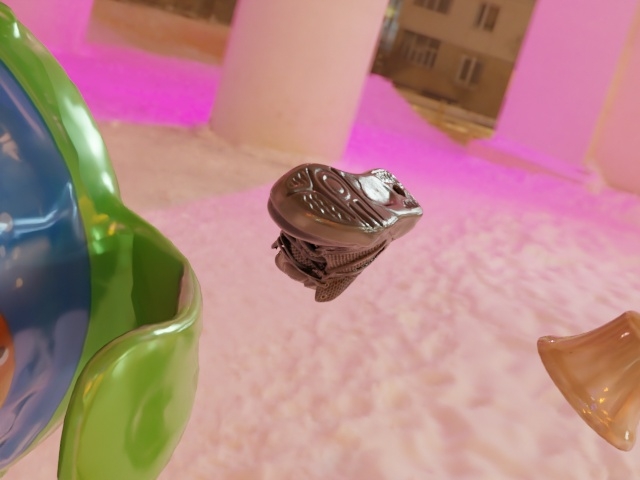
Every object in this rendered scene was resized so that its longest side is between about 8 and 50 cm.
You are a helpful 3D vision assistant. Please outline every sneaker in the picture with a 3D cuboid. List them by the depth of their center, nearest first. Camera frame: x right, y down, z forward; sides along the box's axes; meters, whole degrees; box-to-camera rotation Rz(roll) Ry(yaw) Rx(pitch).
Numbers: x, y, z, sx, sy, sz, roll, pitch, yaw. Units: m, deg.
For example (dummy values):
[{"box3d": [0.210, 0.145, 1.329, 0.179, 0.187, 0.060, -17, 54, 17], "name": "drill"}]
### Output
[{"box3d": [0.000, 0.000, 0.968, 0.087, 0.130, 0.227, 47, 18, 13], "name": "sneaker"}]

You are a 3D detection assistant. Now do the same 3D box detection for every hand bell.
[{"box3d": [0.317, 0.059, 0.959, 0.126, 0.242, 0.126, 40, 20, -18], "name": "hand bell"}]

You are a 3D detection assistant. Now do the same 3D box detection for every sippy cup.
[{"box3d": [-0.214, 0.024, 0.374, 0.305, 0.240, 0.224, -25, 8, 20], "name": "sippy cup"}]
